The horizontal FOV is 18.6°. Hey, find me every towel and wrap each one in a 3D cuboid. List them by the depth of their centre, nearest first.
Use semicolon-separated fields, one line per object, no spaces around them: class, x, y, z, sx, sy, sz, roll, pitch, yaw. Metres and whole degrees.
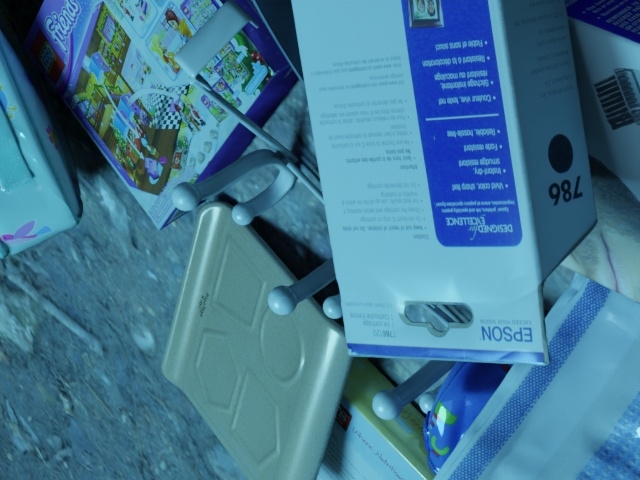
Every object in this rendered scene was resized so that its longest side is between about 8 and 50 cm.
towel;0.223;0.164;1.240;0.285;0.209;0.034;36;-179;28

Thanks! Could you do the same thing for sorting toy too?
sorting toy;-0.050;0.096;1.618;0.208;0.038;0.193;44;130;39

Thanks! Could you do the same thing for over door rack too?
over door rack;0.000;0.000;1.366;0.239;0.108;0.324;45;171;17

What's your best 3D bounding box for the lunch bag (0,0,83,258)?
lunch bag;-0.298;-0.129;1.663;0.224;0.108;0.279;-118;4;-76

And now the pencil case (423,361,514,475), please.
pencil case;0.202;0.184;1.330;0.306;0.133;0.119;39;158;28

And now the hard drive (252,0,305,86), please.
hard drive;0.012;-0.177;1.304;0.172;0.054;0.254;5;130;56

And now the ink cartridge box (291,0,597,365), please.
ink cartridge box;0.064;-0.098;1.109;0.165;0.065;0.332;1;102;46

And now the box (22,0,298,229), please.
box;-0.124;-0.154;1.534;0.201;0.057;0.293;53;149;6

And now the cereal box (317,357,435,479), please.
cereal box;0.042;0.215;1.653;0.173;0.047;0.240;45;146;19

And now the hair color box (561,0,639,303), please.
hair color box;0.214;-0.055;1.120;0.339;0.110;0.185;29;140;40
